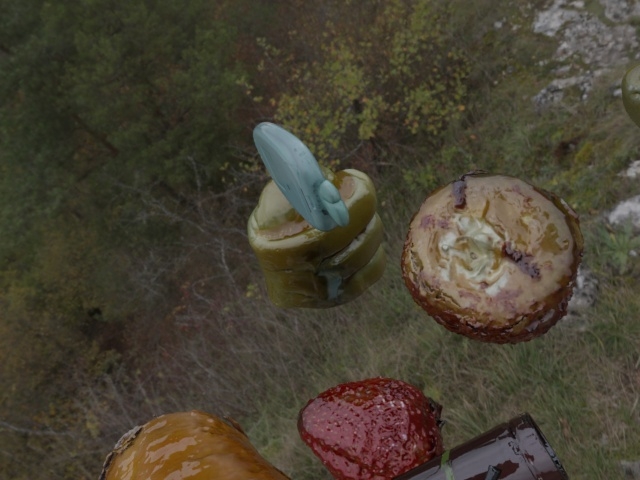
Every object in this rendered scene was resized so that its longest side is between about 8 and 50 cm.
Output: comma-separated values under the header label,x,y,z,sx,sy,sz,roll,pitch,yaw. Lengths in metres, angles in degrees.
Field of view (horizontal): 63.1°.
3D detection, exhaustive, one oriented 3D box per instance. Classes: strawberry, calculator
label,x,y,z,sx,sy,sz,roll,pitch,yaw
strawberry,0.094,0.399,1.054,0.238,0.288,0.250,-90,20,-72
calculator,-0.041,-0.106,0.885,0.042,0.184,0.295,-32,37,-12

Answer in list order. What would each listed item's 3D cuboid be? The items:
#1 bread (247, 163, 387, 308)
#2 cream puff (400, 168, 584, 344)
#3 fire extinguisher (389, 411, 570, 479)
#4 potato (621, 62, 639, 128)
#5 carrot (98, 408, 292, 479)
label,x,y,z,sx,sy,sz,roll,pitch,yaw
bread,0.000,0.000,1.142,0.300,0.341,0.210,-16,46,-7
cream puff,0.231,0.022,0.706,0.240,0.164,0.240,-11,67,25
fire extinguisher,0.132,0.337,0.655,0.341,0.141,0.105,-33,52,12
potato,0.575,-0.232,0.835,0.157,0.193,0.157,-31,54,56
carrot,-0.066,0.244,0.384,0.196,0.196,0.254,-47,22,-12
